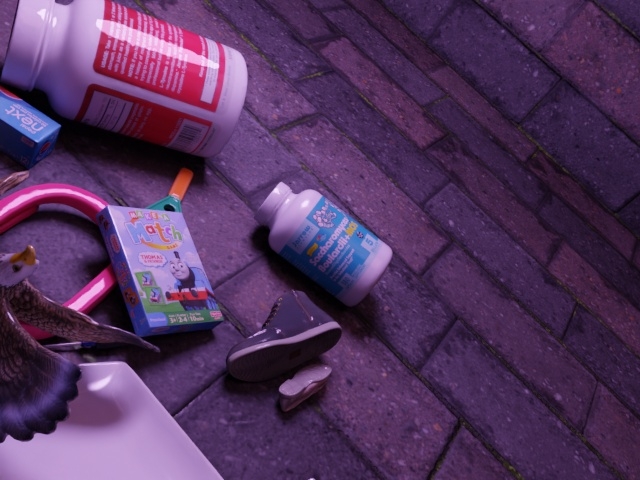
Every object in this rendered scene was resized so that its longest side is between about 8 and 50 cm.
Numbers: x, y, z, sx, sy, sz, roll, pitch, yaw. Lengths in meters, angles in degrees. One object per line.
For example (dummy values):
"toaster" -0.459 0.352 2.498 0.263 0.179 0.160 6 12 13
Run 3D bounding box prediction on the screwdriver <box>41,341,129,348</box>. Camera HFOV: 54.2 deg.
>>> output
"screwdriver" -0.354 0.151 0.888 0.169 0.024 0.025 -6 84 -36

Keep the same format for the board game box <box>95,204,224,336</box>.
"board game box" -0.256 0.047 1.006 0.160 0.039 0.212 4 55 -56

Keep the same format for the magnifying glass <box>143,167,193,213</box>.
"magnifying glass" -0.280 -0.060 1.162 0.092 0.026 0.231 27 41 -15

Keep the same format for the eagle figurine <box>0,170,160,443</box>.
"eagle figurine" -0.368 0.078 0.740 0.226 0.225 0.298 -35 96 -21

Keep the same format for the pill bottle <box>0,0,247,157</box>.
"pill bottle" -0.364 -0.315 1.180 0.407 0.229 0.229 14 44 -30

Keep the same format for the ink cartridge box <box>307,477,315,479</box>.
"ink cartridge box" -0.053 0.456 0.816 0.232 0.066 0.189 -26 69 -28

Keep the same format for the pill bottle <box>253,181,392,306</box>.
"pill bottle" 0.000 0.000 1.231 0.264 0.146 0.146 37 37 -3

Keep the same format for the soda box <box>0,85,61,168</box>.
"soda box" -0.554 -0.216 1.053 0.210 0.067 0.071 34 37 -7

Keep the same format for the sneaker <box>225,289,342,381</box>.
"sneaker" -0.082 0.160 1.071 0.222 0.083 0.118 -11 40 -38

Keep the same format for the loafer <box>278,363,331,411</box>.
"loafer" -0.028 0.246 1.052 0.045 0.039 0.125 20 23 32

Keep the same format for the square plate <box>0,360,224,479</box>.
"square plate" -0.322 0.232 0.681 0.343 0.049 0.347 4 14 -39

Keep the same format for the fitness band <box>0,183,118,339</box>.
"fitness band" -0.412 0.026 0.941 0.209 0.054 0.291 39 38 -4
